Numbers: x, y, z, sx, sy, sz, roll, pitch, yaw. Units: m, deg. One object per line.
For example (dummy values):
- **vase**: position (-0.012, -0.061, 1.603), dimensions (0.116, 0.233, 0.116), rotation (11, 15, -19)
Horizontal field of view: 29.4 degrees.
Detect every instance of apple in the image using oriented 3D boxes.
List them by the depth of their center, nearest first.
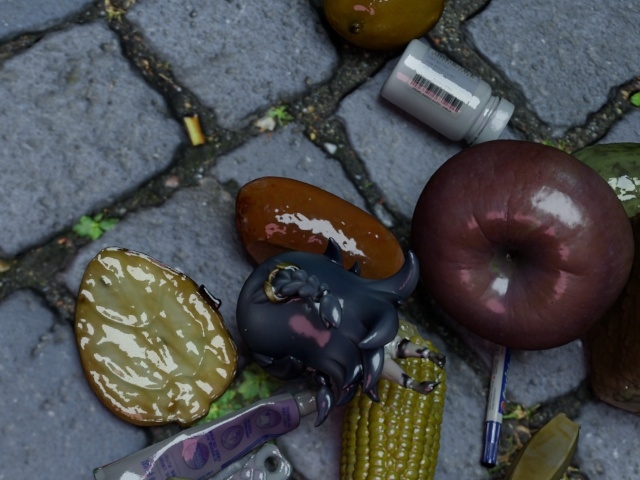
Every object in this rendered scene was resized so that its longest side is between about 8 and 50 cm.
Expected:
- **apple**: position (0.275, 0.001, 1.667), dimensions (0.305, 0.306, 0.235), rotation (42, 29, 5)

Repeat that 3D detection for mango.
- **mango**: position (0.109, -0.382, 1.886), dimensions (0.236, 0.136, 0.166), rotation (-41, 97, -36)

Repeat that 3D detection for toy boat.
- **toy boat**: position (0.291, 0.306, 1.633), dimensions (0.064, 0.072, 0.206), rotation (35, 44, 17)

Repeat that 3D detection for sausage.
- **sausage**: position (0.001, -0.002, 1.657), dimensions (0.258, 0.133, 0.133), rotation (27, 59, -3)

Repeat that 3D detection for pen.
- **pen**: position (0.245, 0.217, 1.689), dimensions (0.025, 0.025, 0.204), rotation (18, 60, -10)

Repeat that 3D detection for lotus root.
- **lotus root**: position (0.493, -0.073, 1.854), dimensions (0.309, 0.173, 0.173), rotation (-1, 65, -22)

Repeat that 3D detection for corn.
- **corn**: position (0.089, 0.259, 1.556), dimensions (0.130, 0.130, 0.347), rotation (15, 63, -12)

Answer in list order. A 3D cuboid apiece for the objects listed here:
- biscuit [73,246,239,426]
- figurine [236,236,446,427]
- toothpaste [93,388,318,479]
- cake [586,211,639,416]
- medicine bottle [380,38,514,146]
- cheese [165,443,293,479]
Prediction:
- **biscuit**: position (-0.219, 0.121, 1.568), dimensions (0.203, 0.041, 0.260), rotation (-25, 74, -25)
- **figurine**: position (0.015, 0.103, 1.520), dimensions (0.175, 0.265, 0.197), rotation (-39, 114, -47)
- **toothpaste**: position (-0.133, 0.258, 1.523), dimensions (0.301, 0.048, 0.075), rotation (-23, 101, -21)
- **cake**: position (0.541, 0.118, 1.716), dimensions (0.290, 0.256, 0.282), rotation (8, 64, -11)
- **medicine bottle**: position (0.192, -0.216, 1.844), dimensions (0.186, 0.103, 0.103), rotation (31, 58, -1)
- **cheese**: position (-0.145, 0.340, 1.451), dimensions (0.286, 0.082, 0.163), rotation (-40, 94, -33)
